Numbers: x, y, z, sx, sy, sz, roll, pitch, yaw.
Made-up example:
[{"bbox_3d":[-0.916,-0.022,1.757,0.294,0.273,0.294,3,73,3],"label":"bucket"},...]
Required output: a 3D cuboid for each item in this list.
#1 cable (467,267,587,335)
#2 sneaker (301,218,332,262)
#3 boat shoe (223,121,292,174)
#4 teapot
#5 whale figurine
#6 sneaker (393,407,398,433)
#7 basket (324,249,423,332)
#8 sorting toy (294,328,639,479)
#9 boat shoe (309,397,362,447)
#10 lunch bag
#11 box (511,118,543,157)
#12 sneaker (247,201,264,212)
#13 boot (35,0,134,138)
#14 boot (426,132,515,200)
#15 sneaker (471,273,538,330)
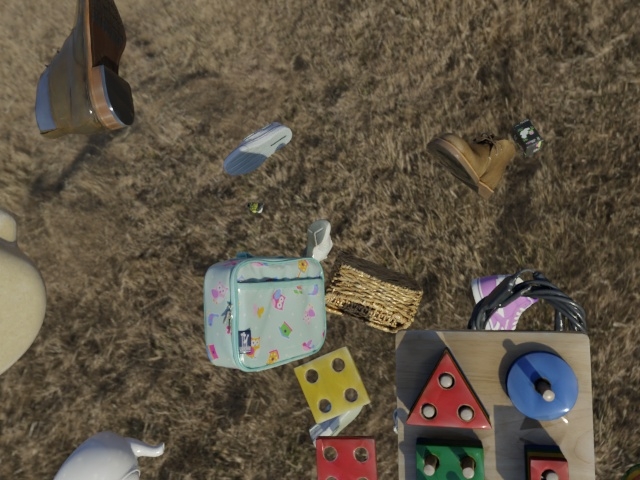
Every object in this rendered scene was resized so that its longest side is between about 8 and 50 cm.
[{"bbox_3d":[0.317,0.137,0.844,0.150,0.047,0.185,36,123,6],"label":"cable"},{"bbox_3d":[0.000,0.000,1.272,0.061,0.152,0.054,-21,60,-32],"label":"sneaker"},{"bbox_3d":[-0.189,-0.266,1.559,0.226,0.083,0.076,-32,46,-18],"label":"boat shoe"},{"bbox_3d":[-0.580,0.658,1.443,0.187,0.252,0.256,30,103,14],"label":"teapot"},{"bbox_3d":[-0.426,0.035,0.570,0.141,0.272,0.216,7,47,32],"label":"whale figurine"},{"bbox_3d":[0.237,0.498,1.414,0.091,0.258,0.094,18,82,3],"label":"sneaker"},{"bbox_3d":[0.157,0.199,1.759,0.298,0.213,0.223,21,102,-6],"label":"basket"},{"bbox_3d":[0.109,0.130,0.372,0.274,0.046,0.133,-1,87,14],"label":"sorting toy"},{"bbox_3d":[0.039,0.552,1.683,0.228,0.079,0.081,-51,57,21],"label":"boat shoe"},{"bbox_3d":[-0.105,0.134,1.086,0.107,0.279,0.224,1,90,38],"label":"lunch bag"},{"bbox_3d":[0.592,-0.293,1.549,0.052,0.062,0.083,-24,65,5],"label":"box"},{"bbox_3d":[-0.206,-0.106,1.701,0.083,0.035,0.031,-8,59,58],"label":"sneaker"},{"bbox_3d":[-0.296,-0.225,0.648,0.106,0.082,0.220,-15,73,9],"label":"boot"},{"bbox_3d":[0.289,-0.166,1.016,0.112,0.305,0.115,44,106,25],"label":"boot"},{"bbox_3d":[0.549,0.219,1.547,0.160,0.282,0.102,-14,30,24],"label":"sneaker"}]
